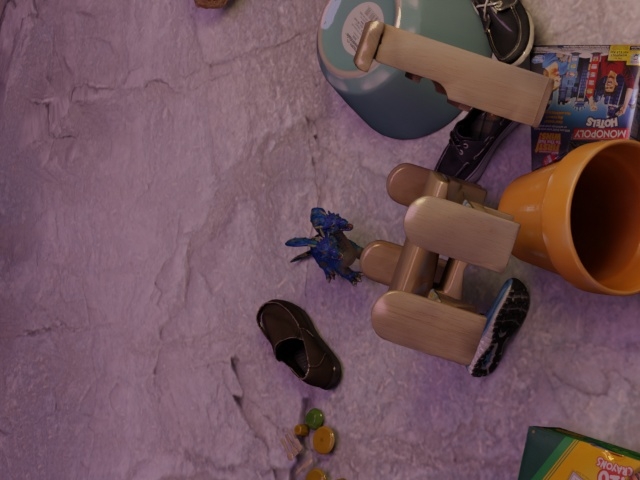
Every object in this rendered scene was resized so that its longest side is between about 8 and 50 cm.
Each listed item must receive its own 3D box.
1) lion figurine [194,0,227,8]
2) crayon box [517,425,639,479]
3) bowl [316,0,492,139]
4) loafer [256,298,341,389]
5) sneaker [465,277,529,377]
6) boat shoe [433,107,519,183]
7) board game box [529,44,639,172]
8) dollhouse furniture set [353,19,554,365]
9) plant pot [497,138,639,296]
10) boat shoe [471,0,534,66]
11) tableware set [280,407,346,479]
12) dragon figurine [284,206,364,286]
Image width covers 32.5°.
[{"bbox_3d":[-0.121,-0.617,2.103,0.392,0.142,0.240,-21,75,35],"label":"lion figurine"},{"bbox_3d":[0.392,0.359,1.444,0.278,0.081,0.165,11,89,44],"label":"crayon box"},{"bbox_3d":[0.113,-0.336,1.802,0.312,0.163,0.311,-12,72,42],"label":"bowl"},{"bbox_3d":[-0.050,0.172,1.905,0.220,0.078,0.080,41,110,40],"label":"loafer"},{"bbox_3d":[0.249,0.122,1.645,0.073,0.063,0.162,42,110,44],"label":"sneaker"},{"bbox_3d":[0.239,-0.163,1.703,0.228,0.076,0.080,-47,53,26],"label":"boat shoe"},{"bbox_3d":[0.380,-0.182,1.585,0.194,0.060,0.194,10,89,44],"label":"board game box"},{"bbox_3d":[0.127,-0.080,1.534,0.362,0.257,0.394,-89,17,-79],"label":"dollhouse furniture set"},{"bbox_3d":[0.351,-0.031,1.503,0.188,0.205,0.205,2,82,60],"label":"plant pot"},{"bbox_3d":[0.266,-0.355,1.682,0.084,0.079,0.233,-42,42,37],"label":"boat shoe"},{"bbox_3d":[-0.002,0.367,1.861,0.104,0.024,0.154,-48,51,21],"label":"tableware set"},{"bbox_3d":[0.000,0.000,1.827,0.085,0.144,0.289,-53,26,-9],"label":"dragon figurine"}]
